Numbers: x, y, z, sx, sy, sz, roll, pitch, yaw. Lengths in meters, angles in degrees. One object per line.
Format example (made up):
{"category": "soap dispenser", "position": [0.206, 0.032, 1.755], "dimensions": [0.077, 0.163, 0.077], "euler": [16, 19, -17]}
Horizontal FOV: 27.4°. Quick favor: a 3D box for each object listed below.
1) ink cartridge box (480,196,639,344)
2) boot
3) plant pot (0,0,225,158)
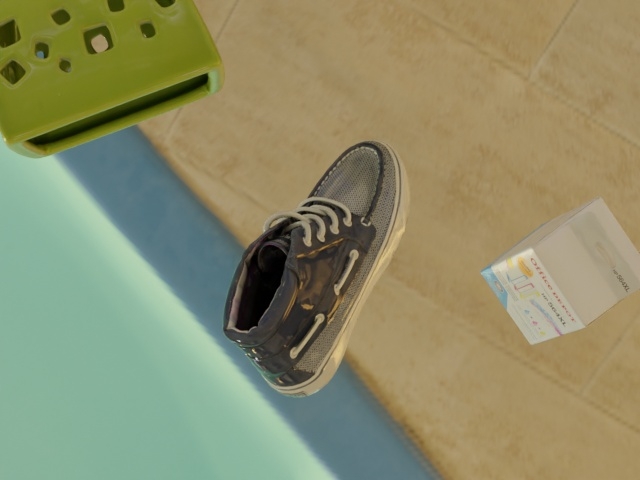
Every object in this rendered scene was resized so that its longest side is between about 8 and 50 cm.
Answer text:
{"category": "ink cartridge box", "position": [0.232, 0.029, 1.235], "dimensions": [0.090, 0.143, 0.092], "euler": [-34, 88, -18]}
{"category": "boot", "position": [0.000, 0.000, 0.842], "dimensions": [0.069, 0.190, 0.086], "euler": [5, 152, 29]}
{"category": "plant pot", "position": [-0.236, -0.220, 1.336], "dimensions": [0.227, 0.228, 0.207], "euler": [-20, 92, -5]}
